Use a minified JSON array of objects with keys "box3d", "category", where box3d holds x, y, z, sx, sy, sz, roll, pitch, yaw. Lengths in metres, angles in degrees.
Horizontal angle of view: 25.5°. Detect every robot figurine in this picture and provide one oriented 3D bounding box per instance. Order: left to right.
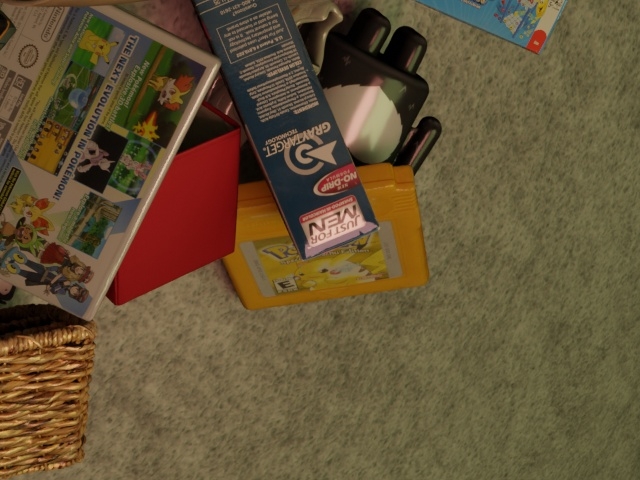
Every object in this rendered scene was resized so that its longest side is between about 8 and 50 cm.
[{"box3d":[0.042,-0.176,1.945,0.278,0.209,0.173,-61,157,11],"category":"robot figurine"}]

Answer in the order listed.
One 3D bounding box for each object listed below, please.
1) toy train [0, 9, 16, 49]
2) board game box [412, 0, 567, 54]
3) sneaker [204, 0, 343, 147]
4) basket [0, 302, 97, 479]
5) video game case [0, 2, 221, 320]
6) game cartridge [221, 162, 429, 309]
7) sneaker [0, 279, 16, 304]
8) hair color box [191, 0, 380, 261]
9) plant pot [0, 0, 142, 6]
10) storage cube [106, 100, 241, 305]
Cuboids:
[{"box3d":[-0.444,-0.139,1.413,0.334,0.142,0.190,-49,179,12],"category":"toy train"},{"box3d":[0.104,-0.356,1.754,0.302,0.308,0.086,9,110,-52],"category":"board game box"},{"box3d":[-0.066,-0.217,1.836,0.099,0.121,0.262,11,110,-51],"category":"sneaker"},{"box3d":[-0.427,0.141,1.631,0.299,0.213,0.223,-9,130,-25],"category":"basket"},{"box3d":[-0.312,-0.119,1.535,0.329,0.300,0.036,-62,-174,11],"category":"video game case"},{"box3d":[0.000,0.000,1.957,0.285,0.052,0.323,-9,156,5],"category":"game cartridge"},{"box3d":[-0.425,0.038,1.661,0.235,0.094,0.153,-42,136,-32],"category":"sneaker"},{"box3d":[-0.046,-0.159,1.700,0.105,0.174,0.347,-23,97,0],"category":"hair color box"},{"box3d":[-0.192,-0.347,1.455,0.274,0.256,0.256,3,117,-53],"category":"plant pot"},{"box3d":[-0.228,-0.070,1.722,0.215,0.184,0.193,-27,138,-34],"category":"storage cube"}]
